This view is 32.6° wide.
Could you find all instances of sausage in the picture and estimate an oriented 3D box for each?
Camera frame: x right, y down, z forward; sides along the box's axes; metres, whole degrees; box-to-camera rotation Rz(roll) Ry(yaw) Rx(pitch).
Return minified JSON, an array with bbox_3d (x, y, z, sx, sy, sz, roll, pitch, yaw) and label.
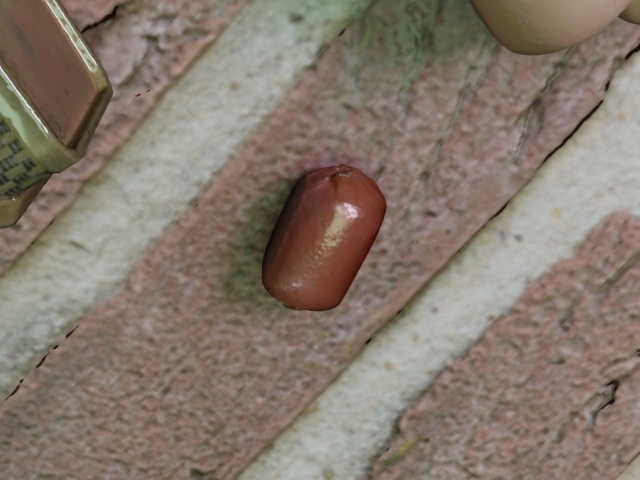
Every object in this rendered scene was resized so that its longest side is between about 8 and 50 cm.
[{"bbox_3d":[0.000,0.000,0.640,0.054,0.059,0.094,24,112,-5],"label":"sausage"}]

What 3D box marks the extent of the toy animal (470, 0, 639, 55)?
[{"bbox_3d":[0.153,-0.178,0.526,0.197,0.171,0.171,-28,111,13],"label":"toy animal"}]

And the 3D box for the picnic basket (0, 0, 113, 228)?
[{"bbox_3d":[-0.229,-0.120,0.524,0.139,0.165,0.267,-29,111,9],"label":"picnic basket"}]
